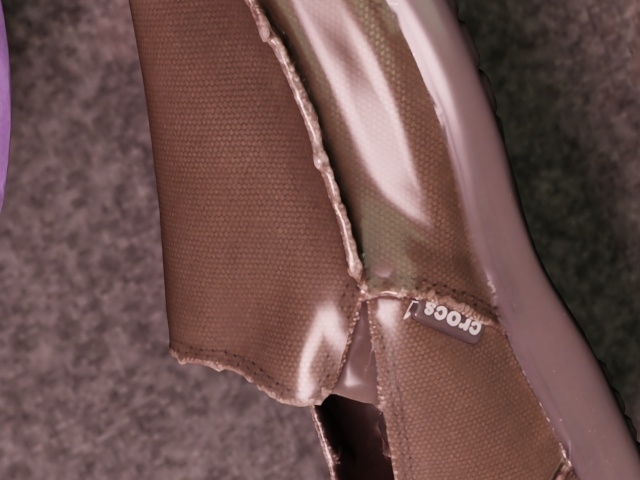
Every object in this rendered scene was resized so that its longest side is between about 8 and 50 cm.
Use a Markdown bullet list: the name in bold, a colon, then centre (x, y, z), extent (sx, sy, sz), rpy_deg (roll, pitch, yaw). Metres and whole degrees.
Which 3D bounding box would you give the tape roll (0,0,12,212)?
- **tape roll**: centre (-0.215, -0.051, 0.427), extent (0.275, 0.090, 0.275), rpy_deg (13, 74, -53)

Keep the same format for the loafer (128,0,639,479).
- **loafer**: centre (0.000, 0.000, 0.562), extent (0.130, 0.134, 0.366), rpy_deg (-33, 107, -12)
